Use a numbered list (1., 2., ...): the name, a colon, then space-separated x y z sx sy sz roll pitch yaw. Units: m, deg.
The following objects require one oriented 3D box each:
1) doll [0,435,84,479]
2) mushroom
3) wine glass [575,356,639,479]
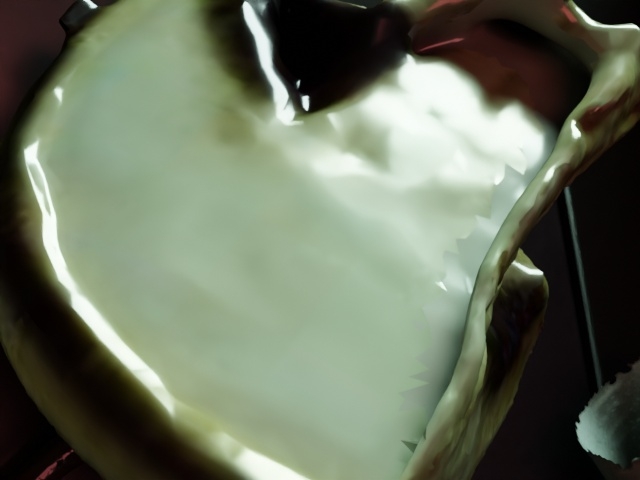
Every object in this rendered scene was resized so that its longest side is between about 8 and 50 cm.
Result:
1. doll: -0.155 0.153 0.509 0.165 0.057 0.139 -9 92 -21
2. mushroom: -0.010 0.001 0.552 0.217 0.212 0.292 23 65 18
3. wine glass: 0.222 0.162 0.661 0.103 0.103 0.222 -43 102 -23
